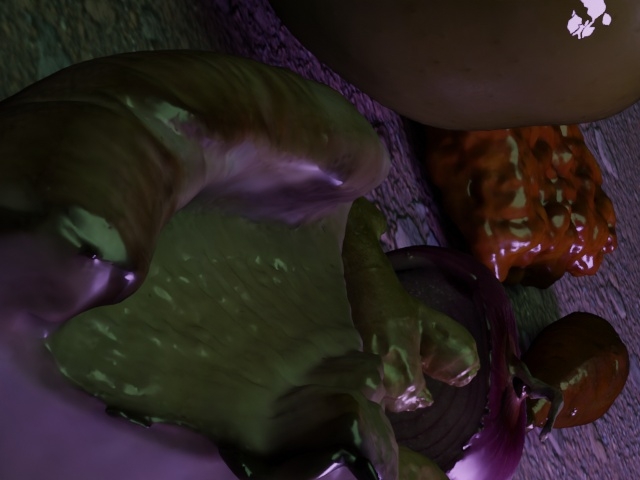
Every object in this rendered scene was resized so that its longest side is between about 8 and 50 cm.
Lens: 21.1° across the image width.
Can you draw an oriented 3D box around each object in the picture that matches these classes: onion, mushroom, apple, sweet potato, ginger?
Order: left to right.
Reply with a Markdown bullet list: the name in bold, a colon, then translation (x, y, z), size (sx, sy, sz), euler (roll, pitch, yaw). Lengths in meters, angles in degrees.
- **mushroom**: translation (-0.102, 0.004, 1.027), size (0.314, 0.224, 0.397), euler (41, 30, -21)
- **ginger**: translation (0.001, -0.002, 1.263), size (0.118, 0.065, 0.298), euler (-19, 67, -33)
- **onion**: translation (0.085, 0.115, 1.349), size (0.200, 0.201, 0.207), euler (10, 48, -62)
- **apple**: translation (0.147, -0.308, 1.455), size (0.473, 0.474, 0.473), euler (44, 37, -45)
- **sweet potato**: translation (0.258, 0.133, 1.750), size (0.359, 0.112, 0.112), euler (-30, 100, -65)

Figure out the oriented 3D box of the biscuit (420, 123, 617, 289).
- **biscuit**: translation (0.196, -0.107, 1.793), size (0.312, 0.111, 0.318), euler (4, 70, -61)

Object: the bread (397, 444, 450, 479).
- **bread**: translation (0.031, 0.263, 1.174), size (0.244, 0.134, 0.244), euler (45, 37, -49)
